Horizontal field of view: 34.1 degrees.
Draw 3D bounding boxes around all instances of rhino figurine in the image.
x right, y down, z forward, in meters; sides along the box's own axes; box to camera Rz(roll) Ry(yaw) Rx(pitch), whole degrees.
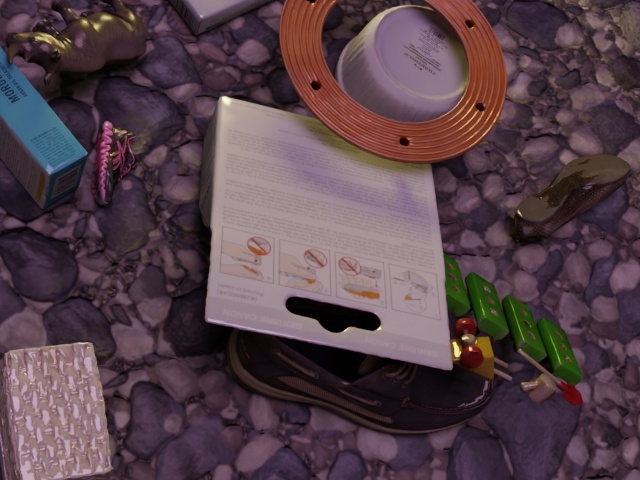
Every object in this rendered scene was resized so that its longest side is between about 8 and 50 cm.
[{"bbox_3d":[-0.318,-0.261,1.363,0.106,0.073,0.243,45,35,6],"label":"rhino figurine"}]

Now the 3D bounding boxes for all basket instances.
[{"bbox_3d":[-0.302,0.204,1.174,0.113,0.103,0.167,-5,68,-22],"label":"basket"}]

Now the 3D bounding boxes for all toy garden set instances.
[{"bbox_3d":[0.240,0.138,1.363,0.244,0.049,0.204,32,26,-20],"label":"toy garden set"}]

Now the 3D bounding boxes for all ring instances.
[{"bbox_3d":[0.102,-0.253,1.444,0.336,0.032,0.337,7,64,-16],"label":"ring"}]

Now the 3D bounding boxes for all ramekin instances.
[{"bbox_3d":[0.133,-0.247,1.532,0.207,0.109,0.207,8,64,-16],"label":"ramekin"}]

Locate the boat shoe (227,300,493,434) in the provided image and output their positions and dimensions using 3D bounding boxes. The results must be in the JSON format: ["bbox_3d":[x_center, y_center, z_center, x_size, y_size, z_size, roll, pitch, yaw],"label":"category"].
[{"bbox_3d":[0.064,0.159,1.308,0.355,0.130,0.132,10,64,-15],"label":"boat shoe"}]

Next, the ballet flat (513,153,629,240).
[{"bbox_3d":[0.378,-0.063,1.571,0.084,0.058,0.250,28,46,36],"label":"ballet flat"}]

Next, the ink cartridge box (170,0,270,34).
[{"bbox_3d":[-0.156,-0.437,1.551,0.224,0.045,0.223,-31,78,-28],"label":"ink cartridge box"}]

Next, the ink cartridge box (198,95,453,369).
[{"bbox_3d":[0.000,0.000,1.326,0.308,0.091,0.385,13,47,-15],"label":"ink cartridge box"}]

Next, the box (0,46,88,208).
[{"bbox_3d":[-0.396,-0.164,1.312,0.060,0.100,0.244,-36,82,-30],"label":"box"}]

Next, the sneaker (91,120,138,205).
[{"bbox_3d":[-0.266,-0.099,1.364,0.057,0.047,0.119,14,63,-26],"label":"sneaker"}]
